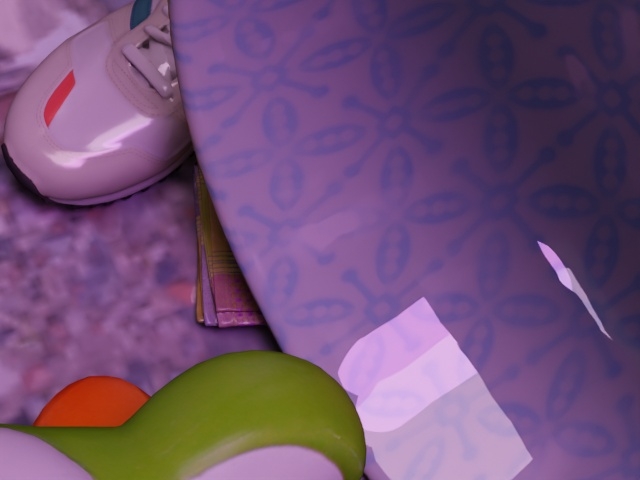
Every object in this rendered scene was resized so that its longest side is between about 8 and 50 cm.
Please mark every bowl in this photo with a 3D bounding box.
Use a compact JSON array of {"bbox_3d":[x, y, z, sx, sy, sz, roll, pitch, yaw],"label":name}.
[{"bbox_3d":[0.110,-0.023,0.479,0.156,0.289,0.289,-32,74,-28],"label":"bowl"}]

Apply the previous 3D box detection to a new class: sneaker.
[{"bbox_3d":[-0.032,-0.074,0.590,0.161,0.075,0.057,-33,74,-23],"label":"sneaker"}]

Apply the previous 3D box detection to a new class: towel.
[{"bbox_3d":[0.000,0.000,0.598,0.083,0.009,0.060,-1,64,-12],"label":"towel"}]

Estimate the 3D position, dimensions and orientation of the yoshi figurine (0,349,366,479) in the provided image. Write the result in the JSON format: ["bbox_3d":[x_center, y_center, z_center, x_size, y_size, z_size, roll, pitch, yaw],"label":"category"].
[{"bbox_3d":[-0.106,0.156,0.412,0.362,0.203,0.203,-32,90,-25],"label":"yoshi figurine"}]
